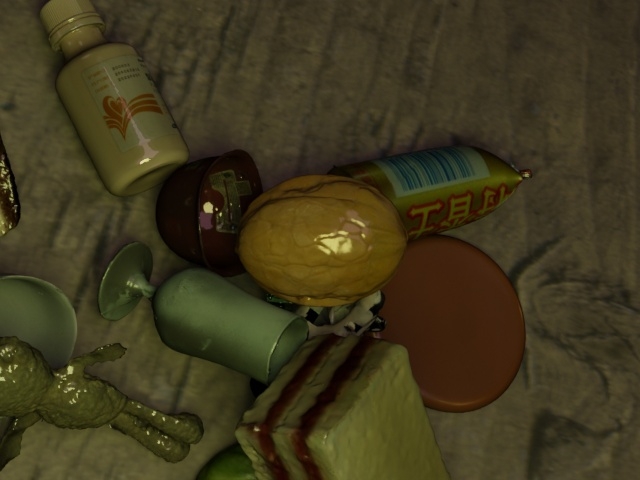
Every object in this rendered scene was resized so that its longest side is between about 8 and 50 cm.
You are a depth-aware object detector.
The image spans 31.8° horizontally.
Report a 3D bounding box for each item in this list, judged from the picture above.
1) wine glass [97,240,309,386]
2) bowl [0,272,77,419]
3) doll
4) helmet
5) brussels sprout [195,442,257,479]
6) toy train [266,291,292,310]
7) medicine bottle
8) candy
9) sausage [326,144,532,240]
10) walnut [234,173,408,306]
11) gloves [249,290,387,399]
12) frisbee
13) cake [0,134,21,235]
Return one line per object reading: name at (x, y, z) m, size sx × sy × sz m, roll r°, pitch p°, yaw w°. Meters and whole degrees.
wine glass at (-0.133, 0.086, 1.281) m, size 0.231 × 0.103 × 0.103 m, roll 22°, pitch 59°, yaw 21°
bowl at (-0.371, 0.102, 1.227) m, size 0.189 × 0.189 × 0.086 m, roll -23°, pitch 40°, yaw -28°
doll at (-0.254, 0.170, 1.214) m, size 0.286 × 0.202 × 0.091 m, roll 7°, pitch 52°, yaw -17°
helmet at (-0.148, -0.030, 1.363) m, size 0.175 × 0.106 × 0.155 m, roll -53°, pitch 139°, yaw -59°
brussels sprout at (-0.074, 0.296, 1.299) m, size 0.139 × 0.100 × 0.181 m, roll 42°, pitch 72°, yaw 9°
toy train at (-0.050, 0.045, 1.419) m, size 0.038 × 0.056 × 0.093 m, roll 5°, pitch 68°, yaw -6°
medicine bottle at (-0.262, -0.184, 1.379) m, size 0.114 × 0.114 × 0.252 m, roll -24°, pitch 81°, yaw -29°
candy at (0.043, 0.268, 1.246) m, size 0.179 × 0.135 × 0.320 m, roll -50°, pitch 131°, yaw -40°
sausage at (0.155, -0.064, 1.517) m, size 0.318 × 0.125 × 0.117 m, roll -12°, pitch 76°, yaw -30°
walnut at (0.000, 0.000, 1.325) m, size 0.207 × 0.159 × 0.159 m, roll -4°, pitch 70°, yaw 7°
gloves at (0.003, 0.117, 1.379) m, size 0.111 × 0.127 × 0.212 m, roll 23°, pitch 42°, yaw 14°
frisbee at (0.171, 0.108, 1.514) m, size 0.251 × 0.021 × 0.250 m, roll 8°, pitch 70°, yaw -22°
cake at (-0.435, -0.124, 1.325) m, size 0.112 × 0.135 × 0.246 m, roll -19°, pitch 109°, yaw -16°
